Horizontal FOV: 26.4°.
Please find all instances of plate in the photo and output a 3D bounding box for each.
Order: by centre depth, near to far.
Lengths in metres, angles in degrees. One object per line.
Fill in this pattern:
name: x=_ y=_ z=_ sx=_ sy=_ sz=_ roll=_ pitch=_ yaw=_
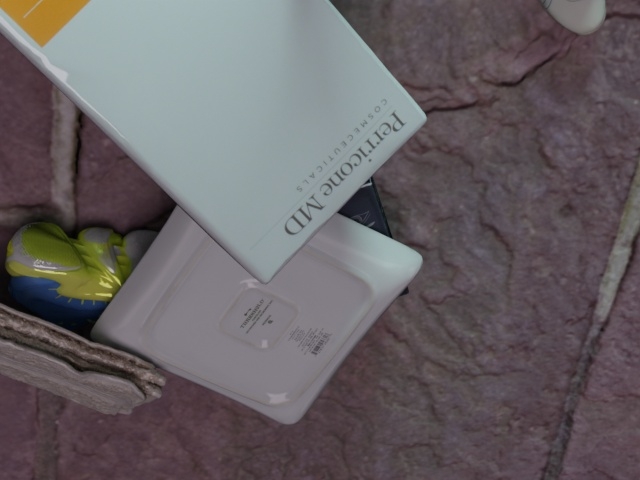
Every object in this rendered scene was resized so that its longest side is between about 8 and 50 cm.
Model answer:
plate: x=-0.068 y=0.073 z=1.488 sx=0.278 sy=0.045 sz=0.277 roll=26 pitch=116 yaw=-23

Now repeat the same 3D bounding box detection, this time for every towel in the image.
towel: x=-0.322 y=0.128 z=1.520 sx=0.282 sy=0.049 sz=0.187 roll=23 pitch=159 yaw=-15

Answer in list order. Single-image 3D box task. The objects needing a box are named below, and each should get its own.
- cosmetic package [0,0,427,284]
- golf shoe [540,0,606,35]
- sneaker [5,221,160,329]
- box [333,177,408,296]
cosmetic package: x=-0.139 y=-0.198 z=1.222 sx=0.230 sy=0.161 sz=0.453 roll=-46 pitch=120 yaw=-2
golf shoe: x=0.253 y=-0.274 z=1.398 sx=0.069 sy=0.086 sz=0.176 roll=-28 pitch=124 yaw=7
sneaker: x=-0.242 y=0.048 z=1.545 sx=0.240 sy=0.091 sz=0.126 roll=14 pitch=138 yaw=-17
box: x=0.000 y=0.000 z=1.530 sx=0.156 sy=0.093 sz=0.158 roll=-17 pitch=122 yaw=4
